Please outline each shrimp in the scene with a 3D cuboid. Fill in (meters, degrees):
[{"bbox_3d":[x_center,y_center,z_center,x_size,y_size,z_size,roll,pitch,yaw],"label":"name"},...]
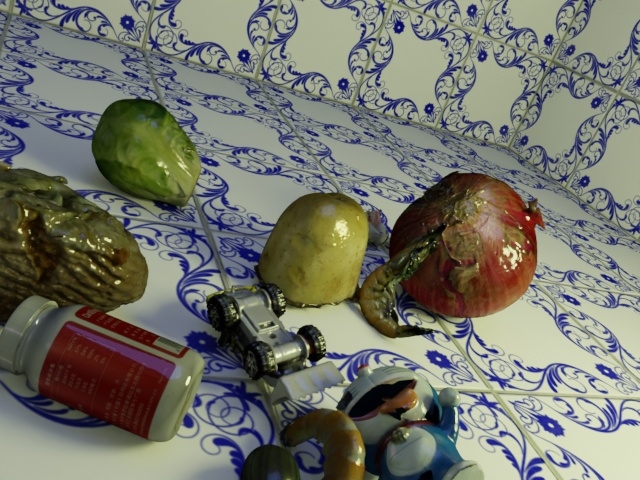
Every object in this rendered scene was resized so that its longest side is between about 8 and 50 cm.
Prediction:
[{"bbox_3d":[-0.008,0.312,0.882,0.166,0.161,0.049,-6,-24,44],"label":"shrimp"},{"bbox_3d":[0.203,0.093,1.315,0.198,0.262,0.051,51,8,37],"label":"shrimp"}]

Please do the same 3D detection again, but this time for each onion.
[{"bbox_3d":[0.338,0.008,1.472,0.353,0.354,0.353,18,24,-8],"label":"onion"}]

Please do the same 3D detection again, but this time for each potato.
[{"bbox_3d":[0.000,0.000,1.345,0.242,0.242,0.285,34,27,25],"label":"potato"}]

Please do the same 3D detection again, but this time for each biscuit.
[{"bbox_3d":[0.074,0.116,1.414,0.092,0.016,0.082,34,27,25],"label":"biscuit"}]

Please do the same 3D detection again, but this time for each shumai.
[{"bbox_3d":[-0.417,-0.034,0.974,0.346,0.217,0.283,30,29,-43],"label":"shumai"}]

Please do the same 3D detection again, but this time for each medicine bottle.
[{"bbox_3d":[-0.292,0.169,0.862,0.250,0.131,0.131,22,24,1],"label":"medicine bottle"}]

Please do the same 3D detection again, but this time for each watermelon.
[{"bbox_3d":[-0.064,0.312,0.821,0.078,0.078,0.111,15,26,-15],"label":"watermelon"}]

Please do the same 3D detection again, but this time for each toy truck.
[{"bbox_3d":[-0.085,0.171,1.053,0.136,0.111,0.286,-12,41,-35],"label":"toy truck"}]

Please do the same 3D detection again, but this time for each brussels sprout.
[{"bbox_3d":[-0.391,-0.199,1.466,0.271,0.210,0.219,38,3,-2],"label":"brussels sprout"}]

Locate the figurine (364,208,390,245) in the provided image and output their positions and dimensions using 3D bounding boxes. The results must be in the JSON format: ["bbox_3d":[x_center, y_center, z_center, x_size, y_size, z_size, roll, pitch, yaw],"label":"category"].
[{"bbox_3d":[0.144,-0.034,1.686,0.146,0.098,0.081,6,16,-28],"label":"figurine"}]

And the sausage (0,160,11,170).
[{"bbox_3d":[-0.716,-0.163,1.331,0.132,0.024,0.024,8,28,-26],"label":"sausage"}]

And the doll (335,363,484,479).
[{"bbox_3d":[0.113,0.286,0.901,0.161,0.215,0.257,52,-5,-30],"label":"doll"}]
